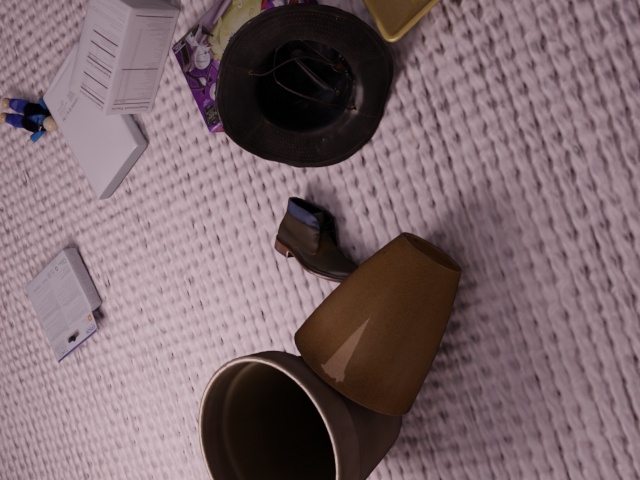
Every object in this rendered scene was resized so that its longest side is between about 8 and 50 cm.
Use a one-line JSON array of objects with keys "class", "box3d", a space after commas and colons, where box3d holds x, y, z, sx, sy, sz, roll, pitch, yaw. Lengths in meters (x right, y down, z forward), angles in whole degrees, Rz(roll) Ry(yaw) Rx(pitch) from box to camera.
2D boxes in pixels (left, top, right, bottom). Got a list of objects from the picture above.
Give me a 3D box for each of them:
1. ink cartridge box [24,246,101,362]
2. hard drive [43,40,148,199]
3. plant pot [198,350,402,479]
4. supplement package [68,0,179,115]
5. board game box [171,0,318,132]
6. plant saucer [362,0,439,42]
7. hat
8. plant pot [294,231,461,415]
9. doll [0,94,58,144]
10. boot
[{"class": "ink cartridge box", "box3d": [-0.633, 0.163, 2.259, 0.223, 0.045, 0.224, -35, 76, 39]}, {"class": "hard drive", "box3d": [-0.527, -0.278, 2.097, 0.203, 0.040, 0.307, -45, 70, 36]}, {"class": "plant pot", "box3d": [-0.006, 0.332, 1.611, 0.323, 0.280, 0.323, 8, 103, 40]}, {"class": "supplement package", "box3d": [-0.420, -0.404, 1.920, 0.134, 0.139, 0.244, 37, 119, 28]}, {"class": "board game box", "box3d": [-0.141, -0.384, 1.755, 0.347, 0.056, 0.208, -34, 80, 38]}, {"class": "plant saucer", "box3d": [0.163, -0.546, 1.448, 0.333, 0.081, 0.333, -38, 74, 37]}, {"class": "hat", "box3d": [-0.033, -0.294, 1.599, 0.331, 0.331, 0.134, -51, 27, 33]}, {"class": "plant pot", "box3d": [0.121, 0.123, 1.527, 0.237, 0.237, 0.254, 41, 107, 27]}, {"class": "doll", "box3d": [-0.718, -0.301, 2.248, 0.189, 0.046, 0.129, 16, 98, 31]}, {"class": "boot", "box3d": [0.000, 0.000, 1.679, 0.219, 0.082, 0.106, 26, 116, 36]}]
